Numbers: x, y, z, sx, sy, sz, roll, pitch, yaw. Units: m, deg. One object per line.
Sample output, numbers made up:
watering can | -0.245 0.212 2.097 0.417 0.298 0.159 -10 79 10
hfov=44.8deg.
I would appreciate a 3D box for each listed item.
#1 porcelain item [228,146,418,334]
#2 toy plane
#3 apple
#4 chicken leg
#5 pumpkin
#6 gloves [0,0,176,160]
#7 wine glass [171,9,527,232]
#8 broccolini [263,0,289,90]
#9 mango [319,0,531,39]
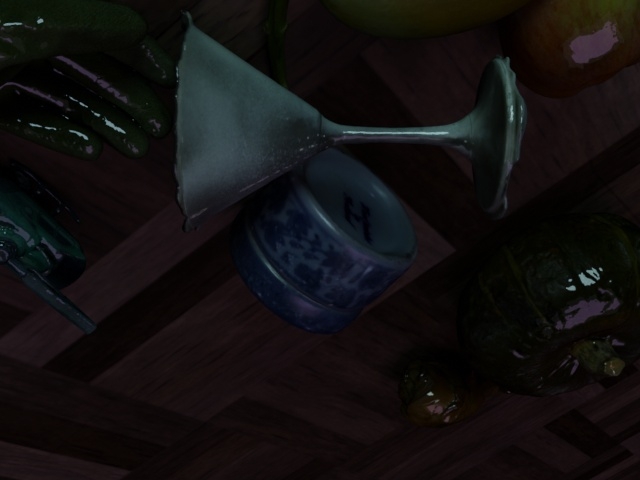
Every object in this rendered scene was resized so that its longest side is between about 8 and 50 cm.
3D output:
porcelain item | 0.000 0.000 0.694 0.147 0.147 0.114 16 128 -40
toy plane | -0.253 -0.022 0.583 0.060 0.096 0.235 -34 124 9
apple | 0.205 -0.173 0.618 0.126 0.102 0.126 -21 174 -2
chicken leg | 0.208 0.207 1.096 0.252 0.107 0.087 -2 121 -37
pumpkin | 0.301 0.090 0.926 0.260 0.189 0.260 -15 140 -13
gloves | -0.204 -0.113 0.482 0.268 0.107 0.135 1 158 -45
wine glass | 0.018 -0.077 0.557 0.232 0.156 0.156 1 140 -1
broccolini | -0.025 -0.190 0.547 0.042 0.044 0.218 -54 158 -29
mango | 0.085 -0.204 0.541 0.195 0.091 0.130 -12 143 -7
